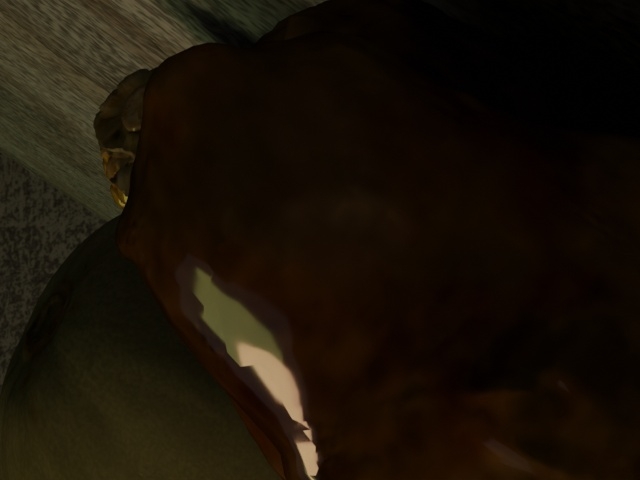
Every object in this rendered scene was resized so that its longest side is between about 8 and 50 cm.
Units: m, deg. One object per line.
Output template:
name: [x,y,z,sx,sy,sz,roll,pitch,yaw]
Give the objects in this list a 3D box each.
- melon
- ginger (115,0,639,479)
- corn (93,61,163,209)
melon: [0.023,0.098,0.801,0.308,0.271,0.272,13,171,6]
ginger: [0.119,0.075,0.576,0.418,0.176,0.254,35,-174,-8]
corn: [0.000,0.000,0.976,0.106,0.106,0.293,29,176,41]
